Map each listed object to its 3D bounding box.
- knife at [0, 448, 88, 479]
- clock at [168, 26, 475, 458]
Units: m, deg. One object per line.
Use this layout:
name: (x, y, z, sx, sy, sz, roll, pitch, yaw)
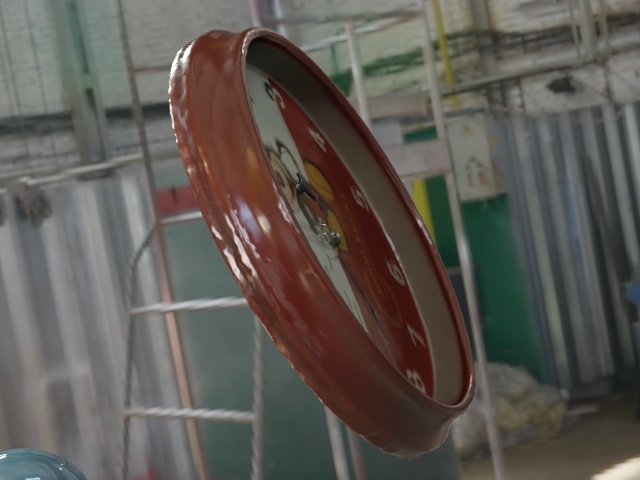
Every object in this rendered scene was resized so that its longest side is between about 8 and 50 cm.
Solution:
knife: (-0.103, 0.188, 0.367, 0.058, 0.244, 0.032, 4, 1, -13)
clock: (0.000, 0.000, 0.785, 0.080, 0.318, 0.318, -28, -4, 18)
